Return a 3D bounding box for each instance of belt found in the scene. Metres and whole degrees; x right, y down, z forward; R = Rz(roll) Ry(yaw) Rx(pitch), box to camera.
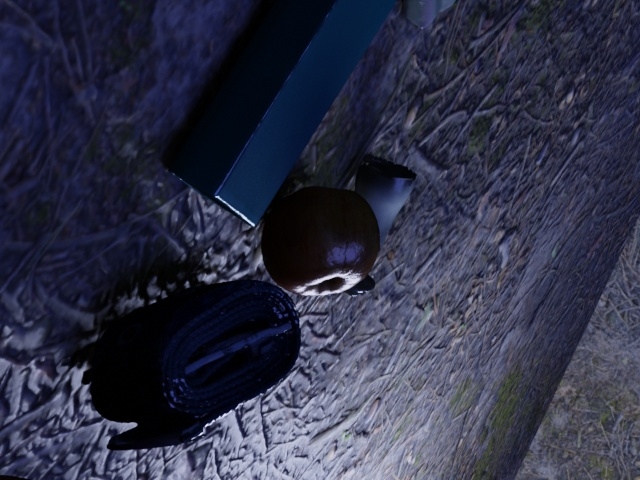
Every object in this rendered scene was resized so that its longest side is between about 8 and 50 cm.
[{"bbox_3d":[-0.123,0.107,0.944,0.218,0.128,0.122,-20,97,-55],"label":"belt"}]

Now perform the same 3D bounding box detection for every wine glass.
[{"bbox_3d":[0.056,-0.017,1.177,0.072,0.072,0.155,-16,131,-55],"label":"wine glass"}]

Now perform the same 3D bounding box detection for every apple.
[{"bbox_3d":[-0.003,0.001,1.047,0.126,0.126,0.102,31,48,-64],"label":"apple"}]

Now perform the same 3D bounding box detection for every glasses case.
[{"bbox_3d":[-0.020,-0.164,0.901,0.301,0.070,0.117,-59,160,-5],"label":"glasses case"}]

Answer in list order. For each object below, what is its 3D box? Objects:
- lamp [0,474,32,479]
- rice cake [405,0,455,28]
[{"bbox_3d":[-0.266,0.313,0.694,0.305,0.240,0.305,-38,-169,9],"label":"lamp"},{"bbox_3d":[0.108,-0.310,0.999,0.080,0.042,0.222,-49,153,-23],"label":"rice cake"}]
